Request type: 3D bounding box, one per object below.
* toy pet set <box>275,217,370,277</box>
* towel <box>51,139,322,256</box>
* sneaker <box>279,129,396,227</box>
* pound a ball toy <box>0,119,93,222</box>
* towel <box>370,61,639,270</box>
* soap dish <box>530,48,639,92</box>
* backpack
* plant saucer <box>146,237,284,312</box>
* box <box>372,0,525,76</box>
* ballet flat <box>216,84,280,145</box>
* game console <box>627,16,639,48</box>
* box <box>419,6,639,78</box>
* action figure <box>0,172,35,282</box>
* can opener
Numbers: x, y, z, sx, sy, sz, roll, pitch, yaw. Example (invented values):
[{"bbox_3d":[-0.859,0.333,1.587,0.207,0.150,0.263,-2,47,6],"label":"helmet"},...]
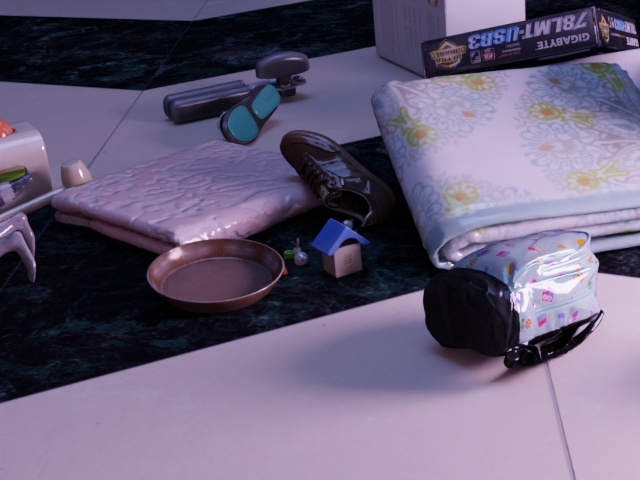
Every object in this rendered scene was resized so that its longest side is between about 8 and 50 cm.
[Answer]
[{"bbox_3d":[0.000,0.000,1.590,0.122,0.065,0.114,-17,24,-25],"label":"toy pet set"},{"bbox_3d":[-0.171,-0.063,1.811,0.332,0.053,0.317,-24,27,-39],"label":"towel"},{"bbox_3d":[0.014,-0.086,1.722,0.188,0.066,0.071,32,41,13],"label":"sneaker"},{"bbox_3d":[-0.520,-0.099,1.874,0.319,0.136,0.208,-16,24,-24],"label":"pound a ball toy"},{"bbox_3d":[0.280,-0.105,1.634,0.374,0.090,0.320,-6,41,-10],"label":"towel"},{"bbox_3d":[0.451,-0.204,1.920,0.290,0.118,0.229,-11,22,-15],"label":"soap dish"},{"bbox_3d":[0.217,0.055,1.331,0.182,0.115,0.152,-16,21,-30],"label":"backpack"},{"bbox_3d":[-0.128,0.046,1.541,0.168,0.029,0.168,-2,27,1],"label":"plant saucer"},{"bbox_3d":[0.244,-0.446,2.447,0.168,0.215,0.345,-12,23,-18],"label":"box"},{"bbox_3d":[-0.133,-0.206,2.154,0.074,0.074,0.203,3,29,21],"label":"ballet flat"},{"bbox_3d":[0.697,-0.351,2.283,0.213,0.044,0.361,-5,25,-14],"label":"game console"},{"bbox_3d":[0.354,-0.318,2.088,0.295,0.073,0.293,-9,2,26],"label":"box"},{"bbox_3d":[-0.538,-0.013,1.623,0.330,0.179,0.341,0,22,-13],"label":"action figure"},{"bbox_3d":[-0.155,-0.284,2.324,0.280,0.093,0.074,-18,25,-18],"label":"can opener"}]
